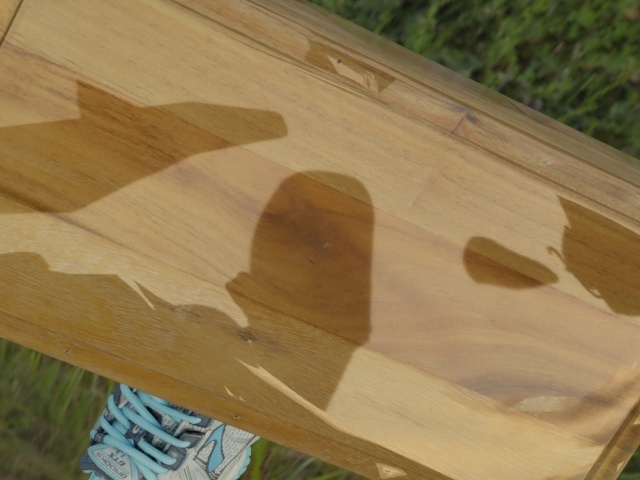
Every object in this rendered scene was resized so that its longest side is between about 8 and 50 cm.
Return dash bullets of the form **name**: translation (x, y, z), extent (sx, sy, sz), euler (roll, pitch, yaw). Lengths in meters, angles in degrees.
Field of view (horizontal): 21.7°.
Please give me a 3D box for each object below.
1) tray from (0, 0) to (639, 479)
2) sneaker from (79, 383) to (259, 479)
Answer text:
- **tray**: translation (0.000, 0.000, 0.840), extent (0.411, 0.076, 0.203), euler (23, 109, -21)
- **sneaker**: translation (-0.094, 0.123, 1.123), extent (0.110, 0.283, 0.122), euler (43, 55, 16)
